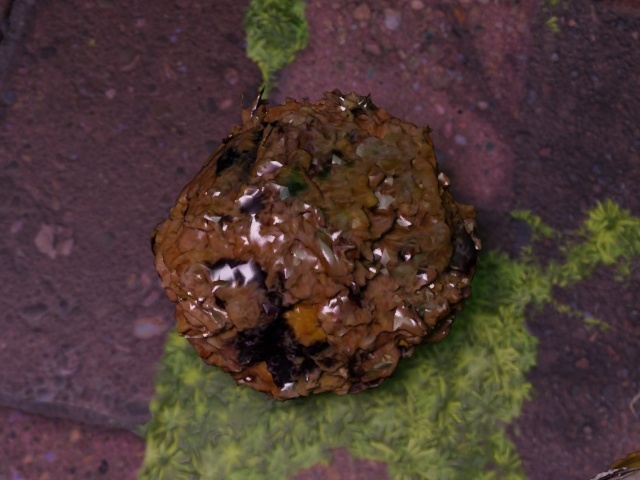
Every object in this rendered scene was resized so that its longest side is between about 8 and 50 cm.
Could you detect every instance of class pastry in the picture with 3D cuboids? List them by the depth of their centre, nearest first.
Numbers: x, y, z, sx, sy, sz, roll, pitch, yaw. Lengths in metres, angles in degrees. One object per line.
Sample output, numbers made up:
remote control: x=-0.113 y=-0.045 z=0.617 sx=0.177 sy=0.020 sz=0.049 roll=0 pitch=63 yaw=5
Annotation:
pastry: x=0.000 y=0.000 z=0.926 sx=0.275 sy=0.193 sz=0.275 roll=3 pitch=68 yaw=-7

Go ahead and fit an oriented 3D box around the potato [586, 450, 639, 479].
potato: x=0.427 y=0.272 z=0.891 sx=0.397 sy=0.290 sz=0.296 roll=17 pitch=30 yaw=38
